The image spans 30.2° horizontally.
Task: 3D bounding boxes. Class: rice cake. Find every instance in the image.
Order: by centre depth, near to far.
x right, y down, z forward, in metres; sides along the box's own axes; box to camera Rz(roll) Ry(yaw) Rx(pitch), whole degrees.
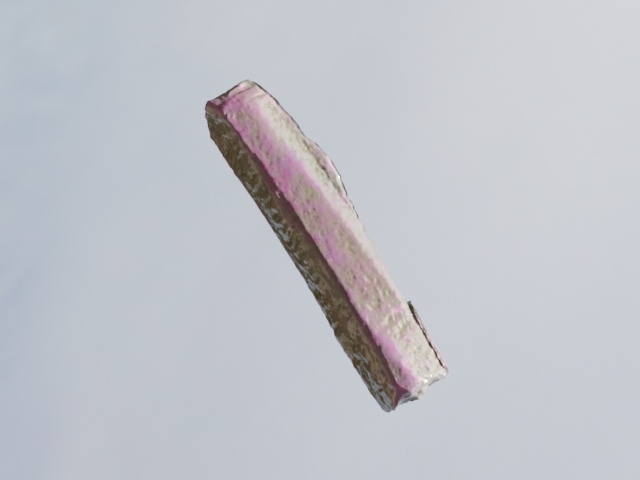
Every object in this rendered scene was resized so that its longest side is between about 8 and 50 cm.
[{"bbox_3d":[0.000,0.000,0.657,0.047,0.207,0.036,-19,163,-45],"label":"rice cake"}]
